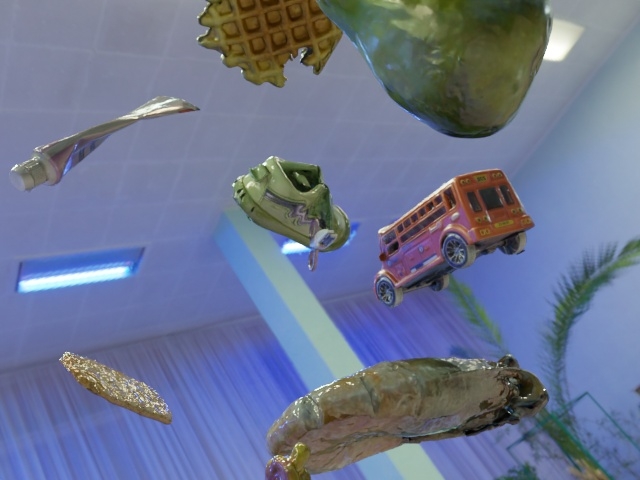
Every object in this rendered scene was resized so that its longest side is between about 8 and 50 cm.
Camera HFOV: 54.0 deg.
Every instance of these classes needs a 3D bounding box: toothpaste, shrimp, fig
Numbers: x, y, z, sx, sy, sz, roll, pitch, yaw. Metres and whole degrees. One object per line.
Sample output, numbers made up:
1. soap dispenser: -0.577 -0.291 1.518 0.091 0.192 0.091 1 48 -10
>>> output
1. toothpaste: -0.278 -0.139 0.830 0.075 0.048 0.301 -8 24 35
2. shrimp: 0.135 0.238 0.858 0.446 0.110 0.221 -2 -44 -27
3. fig: 0.122 -0.243 0.747 0.206 0.275 0.206 18 -90 -86

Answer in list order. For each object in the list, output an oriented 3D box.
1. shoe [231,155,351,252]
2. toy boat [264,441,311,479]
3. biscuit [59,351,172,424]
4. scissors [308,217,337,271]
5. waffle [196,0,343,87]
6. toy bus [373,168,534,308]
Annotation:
1. shoe: -0.033 -0.058 1.109 0.262 0.140 0.128 18 -41 -39
2. toy boat: 0.016 0.320 0.579 0.099 0.141 0.317 -40 -58 -22
3. biscuit: -0.335 0.250 1.060 0.029 0.118 0.247 -53 -37 -9
4. scissors: 0.000 0.000 0.932 0.022 0.085 0.176 4 -8 -10
5. waffle: -0.074 -0.379 1.059 0.250 0.056 0.261 19 -51 -26
6. toy bus: 0.208 0.005 1.120 0.143 0.153 0.329 -13 -16 -29
